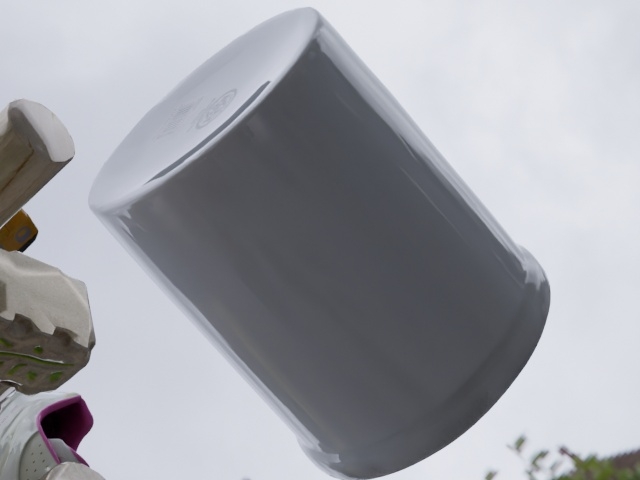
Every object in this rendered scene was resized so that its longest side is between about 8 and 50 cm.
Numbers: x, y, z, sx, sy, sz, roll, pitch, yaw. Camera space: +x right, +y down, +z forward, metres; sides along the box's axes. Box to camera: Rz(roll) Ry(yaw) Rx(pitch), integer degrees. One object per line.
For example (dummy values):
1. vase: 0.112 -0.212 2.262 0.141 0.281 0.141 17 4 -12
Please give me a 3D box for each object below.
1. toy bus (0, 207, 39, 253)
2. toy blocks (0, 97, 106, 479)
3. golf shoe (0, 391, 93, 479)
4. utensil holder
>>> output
1. toy bus: -0.373 -0.094 1.044 0.108 0.332 0.130 -44 -17 -13
2. toy blocks: -0.271 0.075 0.558 0.260 0.309 0.288 -39 -42 25
3. golf shoe: -0.306 0.260 1.310 0.140 0.306 0.115 -11 -47 12
4. utensil holder: 0.000 0.000 1.379 0.327 0.327 0.385 -44 -68 -7
